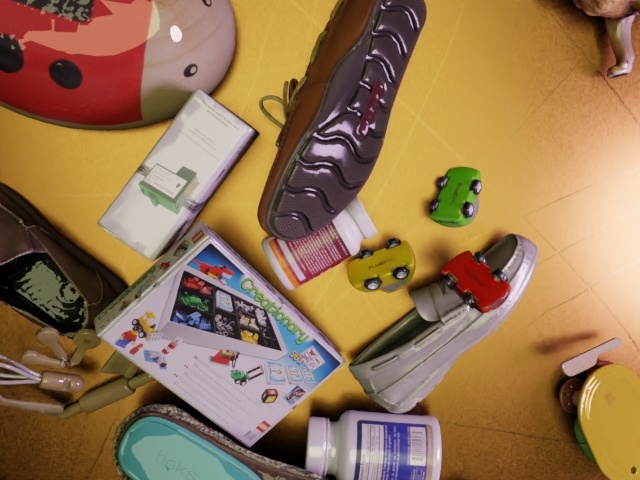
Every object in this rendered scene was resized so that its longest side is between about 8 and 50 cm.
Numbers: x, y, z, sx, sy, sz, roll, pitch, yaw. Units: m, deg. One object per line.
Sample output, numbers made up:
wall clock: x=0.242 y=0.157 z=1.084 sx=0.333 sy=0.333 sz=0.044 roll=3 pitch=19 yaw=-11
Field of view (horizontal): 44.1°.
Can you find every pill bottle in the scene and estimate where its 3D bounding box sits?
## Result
pill bottle: x=0.073 y=0.302 z=1.138 sx=0.186 sy=0.112 sz=0.112 roll=5 pitch=95 yaw=-1
pill bottle: x=0.000 y=0.000 z=1.120 sx=0.152 sy=0.086 sz=0.086 roll=-30 pitch=95 yaw=2

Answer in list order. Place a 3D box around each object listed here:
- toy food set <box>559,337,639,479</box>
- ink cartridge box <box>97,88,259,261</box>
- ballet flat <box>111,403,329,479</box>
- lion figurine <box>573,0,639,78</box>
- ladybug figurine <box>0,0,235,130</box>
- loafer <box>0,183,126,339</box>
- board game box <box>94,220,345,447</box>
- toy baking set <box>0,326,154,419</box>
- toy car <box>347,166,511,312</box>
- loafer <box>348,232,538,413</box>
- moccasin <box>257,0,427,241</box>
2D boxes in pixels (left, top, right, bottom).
toy food set: x=0.414 y=0.249 z=1.167 sx=0.128 sy=0.071 sz=0.218 roll=-27 pitch=98 yaw=-22
ink cartridge box: x=-0.187 y=-0.087 z=1.072 sx=0.092 sy=0.160 sz=0.219 roll=37 pitch=95 yaw=-4
ballet flat: x=-0.067 y=0.379 z=1.105 sx=0.483 sy=0.182 sz=0.164 roll=30 pitch=82 yaw=10
lion figurine: x=0.501 y=-0.363 z=1.087 sx=0.392 sy=0.142 sz=0.240 roll=-7 pitch=88 yaw=-14
ladybug figurine: x=-0.339 y=-0.305 z=1.048 sx=0.449 sy=0.162 sz=0.305 roll=8 pitch=96 yaw=-2
loafer: x=-0.435 y=0.015 z=1.092 sx=0.366 sy=0.130 sz=0.134 roll=30 pitch=94 yaw=-4
board game box: x=-0.128 y=0.139 z=1.081 sx=0.193 sy=0.053 sz=0.305 roll=-42 pitch=123 yaw=2
toy baking set: x=-0.364 y=0.188 z=1.106 sx=0.256 sy=0.030 sz=0.197 roll=-28 pitch=135 yaw=16
toy car: x=0.176 y=-0.003 z=1.105 sx=0.239 sy=0.053 sz=0.225 roll=8 pitch=59 yaw=33
loafer: x=0.174 y=0.105 z=1.121 sx=0.111 sy=0.112 sz=0.319 roll=42 pitch=94 yaw=-13
moccasin: x=0.009 y=-0.180 z=1.074 sx=0.139 sy=0.147 sz=0.380 roll=20 pitch=88 yaw=-37
